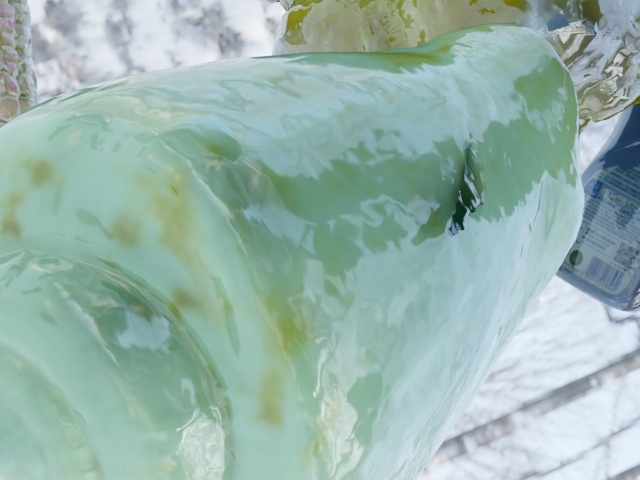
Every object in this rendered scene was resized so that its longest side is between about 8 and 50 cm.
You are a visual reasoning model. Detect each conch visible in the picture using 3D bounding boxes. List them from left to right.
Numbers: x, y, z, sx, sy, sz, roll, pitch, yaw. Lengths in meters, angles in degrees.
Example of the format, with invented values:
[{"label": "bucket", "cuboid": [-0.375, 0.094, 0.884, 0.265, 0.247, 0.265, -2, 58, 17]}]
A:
[{"label": "conch", "cuboid": [-0.004, 0.019, 0.438, 0.137, 0.250, 0.143, -46, -113, 34]}]

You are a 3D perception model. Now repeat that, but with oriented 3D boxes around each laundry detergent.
[{"label": "laundry detergent", "cuboid": [0.243, -0.054, 1.059, 0.096, 0.061, 0.206, 39, -72, 46]}]

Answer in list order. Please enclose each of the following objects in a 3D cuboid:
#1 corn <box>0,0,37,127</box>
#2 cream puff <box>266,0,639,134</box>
[{"label": "corn", "cuboid": [-0.263, -0.205, 1.025, 0.127, 0.126, 0.335, 99, -18, -61]}, {"label": "cream puff", "cuboid": [0.098, -0.224, 0.962, 0.275, 0.378, 0.378, 0, -66, 40]}]
